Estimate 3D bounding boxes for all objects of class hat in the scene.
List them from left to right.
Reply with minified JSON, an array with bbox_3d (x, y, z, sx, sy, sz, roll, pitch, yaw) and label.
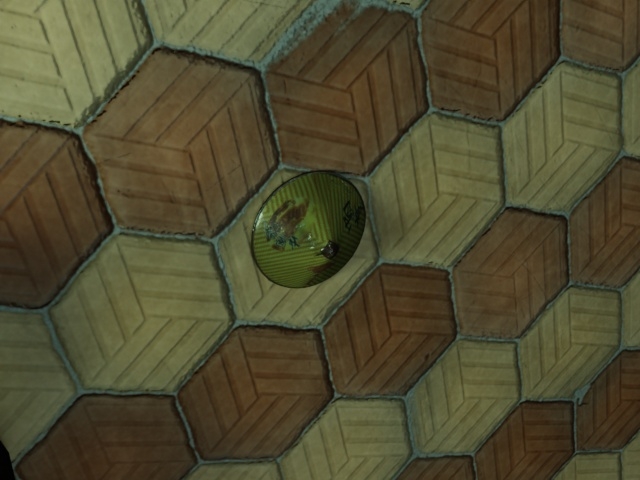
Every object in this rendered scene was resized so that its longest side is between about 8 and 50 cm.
[{"bbox_3d":[0.000,0.000,1.252,0.193,0.082,0.193,-12,118,-24],"label":"hat"}]

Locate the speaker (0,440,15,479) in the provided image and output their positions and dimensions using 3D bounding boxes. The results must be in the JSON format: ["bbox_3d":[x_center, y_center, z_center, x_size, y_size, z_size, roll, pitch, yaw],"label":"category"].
[{"bbox_3d":[-0.488,0.336,1.063,0.192,0.231,0.153,-29,124,-12],"label":"speaker"}]
